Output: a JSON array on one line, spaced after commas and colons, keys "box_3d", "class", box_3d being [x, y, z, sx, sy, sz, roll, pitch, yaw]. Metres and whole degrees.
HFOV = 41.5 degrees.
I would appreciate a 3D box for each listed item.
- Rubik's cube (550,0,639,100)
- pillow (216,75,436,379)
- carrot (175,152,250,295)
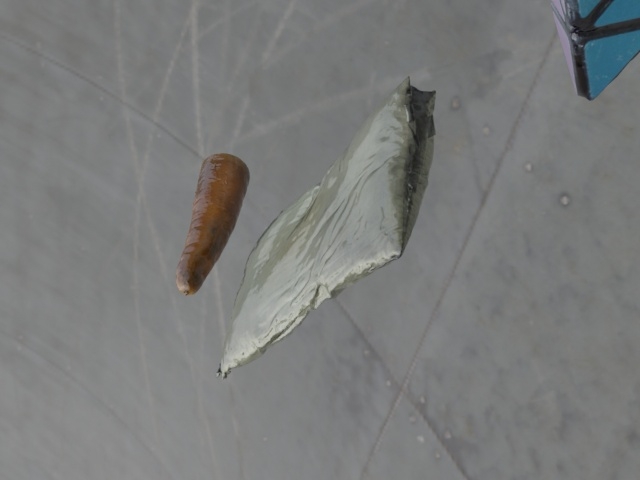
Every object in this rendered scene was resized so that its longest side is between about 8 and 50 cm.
[{"box_3d": [0.151, -0.177, 0.489, 0.190, 0.211, 0.178, -127, 30, -50], "class": "Rubik's cube"}, {"box_3d": [0.000, 0.000, 0.607, 0.230, 0.050, 0.148, -42, 22, 46], "class": "pillow"}, {"box_3d": [-0.124, -0.014, 0.934, 0.209, 0.061, 0.061, -81, 11, -48], "class": "carrot"}]
